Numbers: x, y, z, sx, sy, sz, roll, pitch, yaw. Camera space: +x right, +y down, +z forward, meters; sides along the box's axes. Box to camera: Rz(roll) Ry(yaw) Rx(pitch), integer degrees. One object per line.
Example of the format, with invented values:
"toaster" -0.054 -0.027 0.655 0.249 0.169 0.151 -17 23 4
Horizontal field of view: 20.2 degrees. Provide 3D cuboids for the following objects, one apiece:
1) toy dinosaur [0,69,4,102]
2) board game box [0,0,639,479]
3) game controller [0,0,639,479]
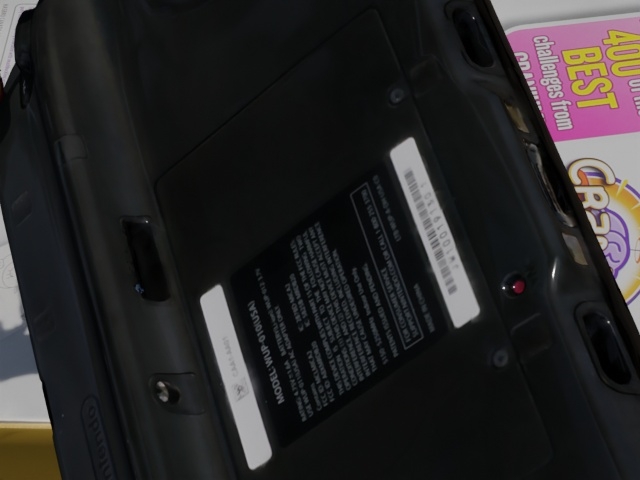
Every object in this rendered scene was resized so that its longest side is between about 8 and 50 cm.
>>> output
"toy dinosaur" -0.128 -0.063 0.521 0.047 0.090 0.082 7 134 56
"board game box" 0.000 0.000 0.722 0.064 0.316 0.242 86 -173 -48
"game controller" -0.002 0.031 0.469 0.166 0.067 0.319 -32 56 19
